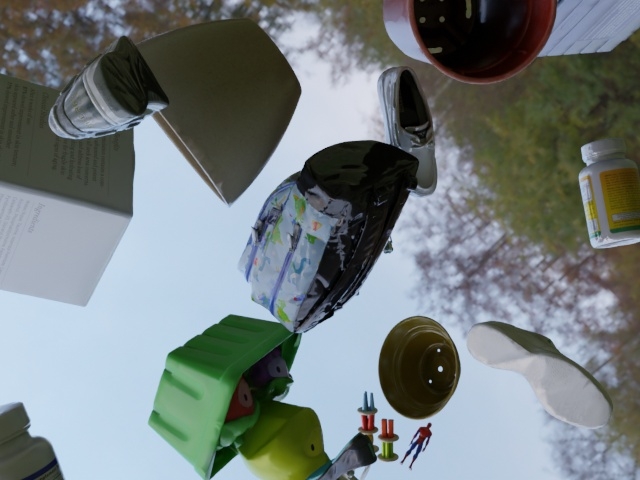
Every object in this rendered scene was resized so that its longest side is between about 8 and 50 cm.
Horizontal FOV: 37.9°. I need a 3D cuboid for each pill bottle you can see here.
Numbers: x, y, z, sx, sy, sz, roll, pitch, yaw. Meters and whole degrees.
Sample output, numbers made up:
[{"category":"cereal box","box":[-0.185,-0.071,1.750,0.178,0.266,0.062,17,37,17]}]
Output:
[{"category":"pill bottle","box":[0.589,-0.096,1.887,0.117,0.117,0.208,3,-104,-51]},{"category":"pill bottle","box":[-0.466,0.395,1.434,0.152,0.152,0.272,-31,-76,-62]}]

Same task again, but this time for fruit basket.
[{"category":"fruit basket","box":[-0.114,0.343,1.880,0.392,0.283,0.392,17,-162,-6]}]

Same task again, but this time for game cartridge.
[{"category":"game cartridge","box":[0.529,-0.445,1.775,0.230,0.355,0.068,-10,-100,-11]}]

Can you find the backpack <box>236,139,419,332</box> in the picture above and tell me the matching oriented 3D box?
[{"category":"backpack","box":[0.000,0.000,1.726,0.273,0.356,0.290,23,-150,23]}]

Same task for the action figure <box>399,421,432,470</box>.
[{"category":"action figure","box":[0.216,0.452,2.064,0.038,0.115,0.030,26,159,21]}]

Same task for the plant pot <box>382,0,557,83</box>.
[{"category":"plant pot","box":[0.245,-0.425,1.699,0.272,0.272,0.265,32,-178,-18]}]

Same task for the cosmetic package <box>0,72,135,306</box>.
[{"category":"cosmetic package","box":[-0.631,-0.111,1.980,0.393,0.327,0.329,15,-138,-24]}]

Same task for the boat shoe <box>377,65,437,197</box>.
[{"category":"boat shoe","box":[0.172,-0.204,1.774,0.084,0.095,0.258,4,115,70]}]

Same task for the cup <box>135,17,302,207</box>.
[{"category":"cup","box":[-0.174,-0.258,1.662,0.331,0.237,0.331,51,174,7]}]

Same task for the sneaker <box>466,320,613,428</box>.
[{"category":"sneaker","box":[0.303,0.165,1.244,0.212,0.080,0.094,35,-154,27]}]

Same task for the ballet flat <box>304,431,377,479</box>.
[{"category":"ballet flat","box":[0.039,0.411,1.651,0.074,0.203,0.074,19,-133,-21]}]

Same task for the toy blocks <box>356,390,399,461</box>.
[{"category":"toy blocks","box":[0.138,0.446,2.249,0.054,0.148,0.123,-10,-168,-39]}]

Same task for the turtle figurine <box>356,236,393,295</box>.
[{"category":"turtle figurine","box":[0.057,0.005,1.991,0.175,0.118,0.234,5,-133,20]}]

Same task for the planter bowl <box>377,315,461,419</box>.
[{"category":"planter bowl","box":[0.231,0.271,1.980,0.090,0.217,0.217,10,-139,-43]}]

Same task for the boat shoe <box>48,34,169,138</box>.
[{"category":"boat shoe","box":[-0.290,-0.205,1.297,0.118,0.103,0.320,59,-172,-16]}]
